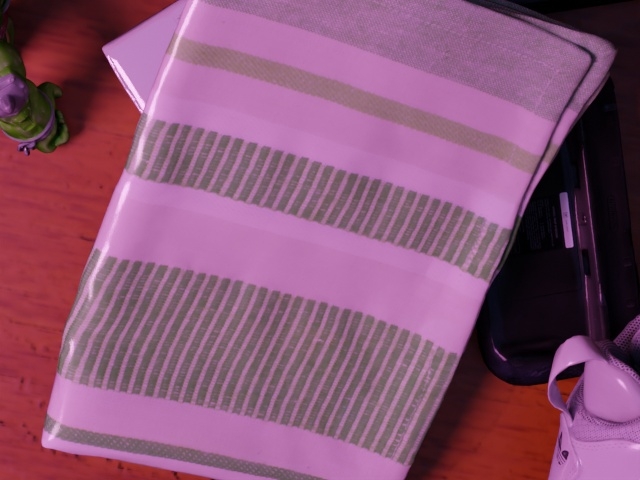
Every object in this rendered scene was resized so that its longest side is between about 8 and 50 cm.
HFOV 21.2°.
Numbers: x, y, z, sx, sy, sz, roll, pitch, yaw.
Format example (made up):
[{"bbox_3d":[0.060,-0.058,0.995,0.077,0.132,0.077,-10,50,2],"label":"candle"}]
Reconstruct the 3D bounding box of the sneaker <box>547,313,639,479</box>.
[{"bbox_3d":[0.300,0.134,1.008,0.366,0.137,0.210,-4,116,-1],"label":"sneaker"}]

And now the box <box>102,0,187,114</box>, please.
[{"bbox_3d":[-0.062,-0.092,0.988,0.087,0.101,0.102,-33,98,0],"label":"box"}]

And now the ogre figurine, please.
[{"bbox_3d":[-0.207,-0.137,0.961,0.097,0.118,0.197,-12,97,-4],"label":"ogre figurine"}]

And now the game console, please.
[{"bbox_3d":[0.114,-0.088,1.036,0.213,0.044,0.361,-8,97,-3],"label":"game console"}]

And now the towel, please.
[{"bbox_3d":[0.000,0.000,0.961,0.248,0.038,0.325,14,112,-25],"label":"towel"}]
